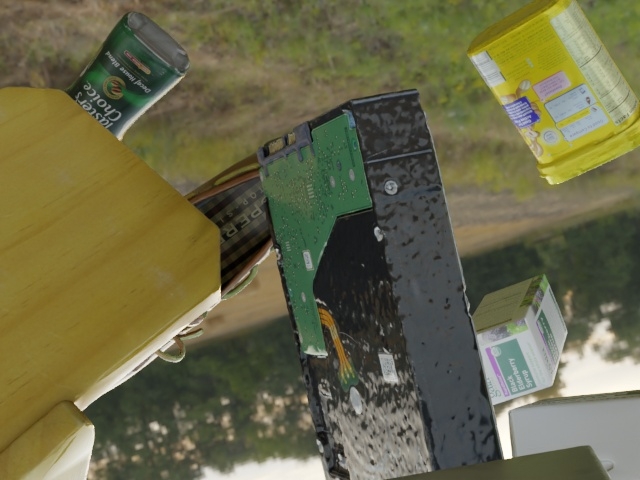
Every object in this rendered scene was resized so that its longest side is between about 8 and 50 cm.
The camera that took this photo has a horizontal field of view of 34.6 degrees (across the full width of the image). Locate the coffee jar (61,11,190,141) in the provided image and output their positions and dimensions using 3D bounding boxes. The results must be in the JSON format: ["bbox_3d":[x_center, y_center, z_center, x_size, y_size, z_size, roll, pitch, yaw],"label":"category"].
[{"bbox_3d":[-0.243,-0.171,1.200,0.184,0.096,0.079,-43,-163,24],"label":"coffee jar"}]

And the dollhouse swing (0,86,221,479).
[{"bbox_3d":[-0.296,0.090,0.929,0.305,0.347,0.315,-33,154,-40],"label":"dollhouse swing"}]

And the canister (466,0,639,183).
[{"bbox_3d":[0.244,-0.158,1.053,0.126,0.170,0.073,-27,-162,33],"label":"canister"}]

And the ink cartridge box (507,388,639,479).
[{"bbox_3d":[0.386,0.272,1.425,0.197,0.114,0.273,-9,172,20],"label":"ink cartridge box"}]

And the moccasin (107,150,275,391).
[{"bbox_3d":[-0.164,0.048,1.068,0.380,0.139,0.147,-33,-176,0],"label":"moccasin"}]

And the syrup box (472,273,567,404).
[{"bbox_3d":[0.256,0.126,1.348,0.096,0.093,0.237,-22,-176,20],"label":"syrup box"}]

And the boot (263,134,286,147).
[{"bbox_3d":[0.000,0.000,1.366,0.089,0.269,0.236,-16,-166,5],"label":"boot"}]

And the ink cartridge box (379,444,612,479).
[{"bbox_3d":[0.024,0.185,0.466,0.261,0.066,0.296,-12,-177,6],"label":"ink cartridge box"}]

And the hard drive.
[{"bbox_3d":[0.042,0.069,0.813,0.064,0.339,0.237,-14,180,-22],"label":"hard drive"}]
